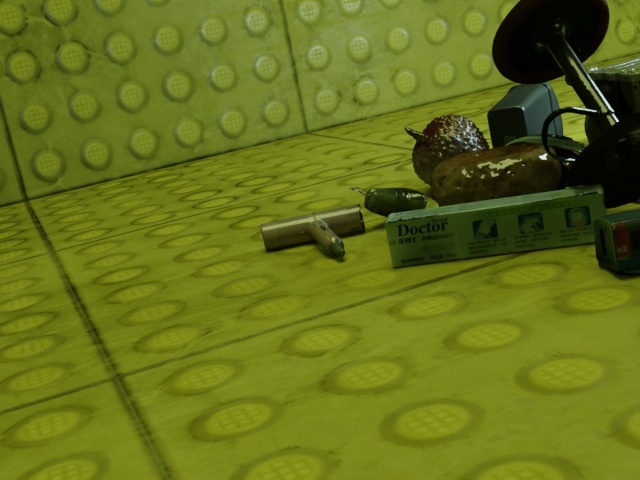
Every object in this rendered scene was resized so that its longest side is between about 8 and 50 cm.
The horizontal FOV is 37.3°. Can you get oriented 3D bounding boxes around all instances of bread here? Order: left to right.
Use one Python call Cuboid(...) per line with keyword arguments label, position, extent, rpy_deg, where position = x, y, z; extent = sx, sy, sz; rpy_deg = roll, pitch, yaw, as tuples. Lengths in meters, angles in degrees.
Cuboid(label="bread", position=(0.308, -0.096, 1.670), extent=(0.230, 0.123, 0.230), rpy_deg=(-13, 12, 3))

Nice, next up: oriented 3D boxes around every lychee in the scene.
Cuboid(label="lychee", position=(0.263, -0.186, 1.976), extent=(0.197, 0.165, 0.165), rpy_deg=(27, 6, -14))

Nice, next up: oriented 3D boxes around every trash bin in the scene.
Cuboid(label="trash bin", position=(0.444, -0.238, 2.036), extent=(0.101, 0.177, 0.236), rpy_deg=(-3, 20, 30))

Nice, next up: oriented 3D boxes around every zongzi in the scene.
Cuboid(label="zongzi", position=(0.120, -0.077, 1.830), extent=(0.154, 0.062, 0.130), rpy_deg=(5, 9, -8))

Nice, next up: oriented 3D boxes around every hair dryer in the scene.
Cuboid(label="hair dryer", position=(-0.012, 0.004, 1.705), extent=(0.195, 0.054, 0.220), rpy_deg=(-12, 20, 2))

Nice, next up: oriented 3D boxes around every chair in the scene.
Cuboid(label="chair", position=(0.437, -0.272, 1.587), extent=(0.226, 0.226, 0.401), rpy_deg=(-13, 54, -7))

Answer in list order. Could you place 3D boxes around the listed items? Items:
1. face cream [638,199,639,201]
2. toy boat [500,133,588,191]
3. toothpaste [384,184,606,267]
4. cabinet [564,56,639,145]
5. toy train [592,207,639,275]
Cuboid(label="face cream", position=(0.536, -0.080, 1.630), extent=(0.038, 0.020, 0.115), rpy_deg=(-16, 13, -18))
Cuboid(label="toy boat", position=(0.432, -0.145, 1.787), extent=(0.115, 0.114, 0.262), rpy_deg=(-14, 13, -30))
Cuboid(label="toothpaste", position=(0.273, -0.023, 1.479), extent=(0.336, 0.081, 0.067), rpy_deg=(-8, 14, 15))
Cuboid(label="cabinet", position=(0.676, -0.244, 1.752), extent=(0.318, 0.228, 0.290), rpy_deg=(-18, 16, -25))
Cuboid(label="toy train", position=(0.579, -0.036, 1.279), extent=(0.409, 0.089, 0.086), rpy_deg=(-12, 8, -1))
